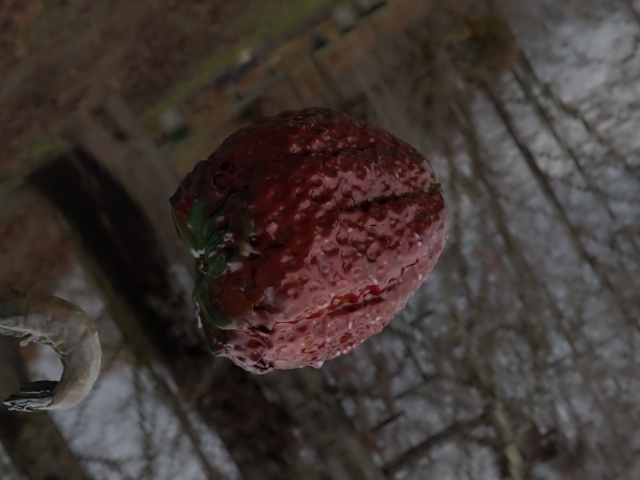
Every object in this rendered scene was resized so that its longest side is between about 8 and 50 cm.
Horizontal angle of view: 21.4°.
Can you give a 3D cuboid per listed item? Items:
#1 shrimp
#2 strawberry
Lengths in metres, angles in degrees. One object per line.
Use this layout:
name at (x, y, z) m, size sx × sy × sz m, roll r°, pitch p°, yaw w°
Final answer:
shrimp at (-0.352, 0.117, 1.931) m, size 0.046 × 0.219 × 0.152 m, roll -55°, pitch 161°, yaw -62°
strawberry at (0.000, 0.000, 1.756) m, size 0.288 × 0.250 × 0.238 m, roll -12°, pitch -140°, yaw -16°
